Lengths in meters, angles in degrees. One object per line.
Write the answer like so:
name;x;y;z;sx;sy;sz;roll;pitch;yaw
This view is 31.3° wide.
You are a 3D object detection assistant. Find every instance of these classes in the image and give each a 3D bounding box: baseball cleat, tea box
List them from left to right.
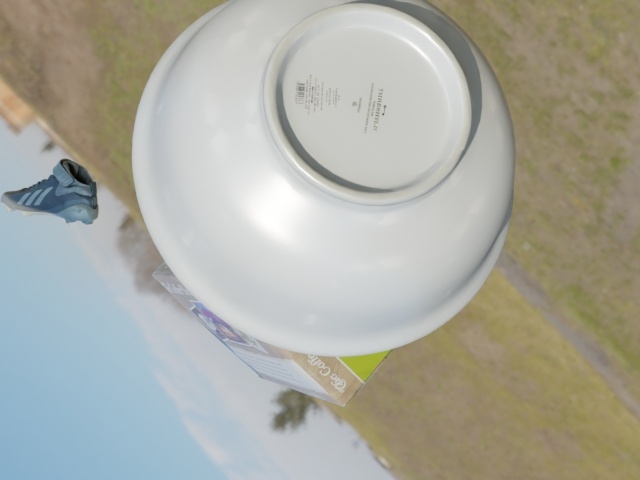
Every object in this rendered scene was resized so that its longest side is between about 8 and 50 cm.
baseball cleat;-0.447;-0.086;1.899;0.206;0.109;0.072;10;-168;27
tea box;0.000;0.000;1.409;0.220;0.323;0.329;46;166;-14

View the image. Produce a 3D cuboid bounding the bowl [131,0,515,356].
bowl;0.020;-0.075;0.807;0.298;0.298;0.134;44;160;2
